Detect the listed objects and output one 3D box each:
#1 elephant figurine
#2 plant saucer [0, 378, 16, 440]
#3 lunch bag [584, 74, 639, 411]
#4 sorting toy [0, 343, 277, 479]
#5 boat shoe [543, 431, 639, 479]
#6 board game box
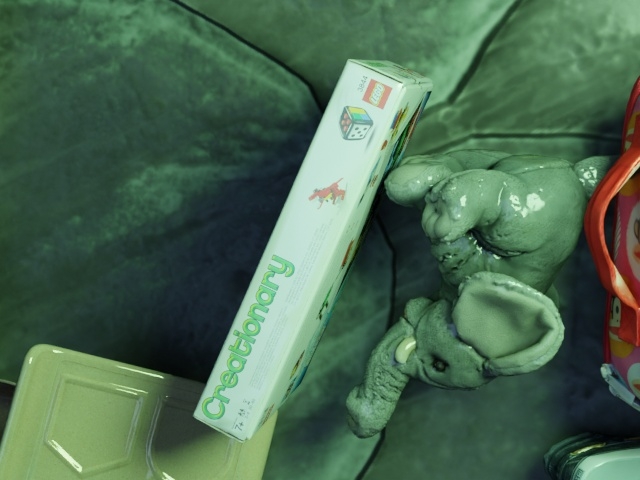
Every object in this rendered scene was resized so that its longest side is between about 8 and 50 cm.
[{"bbox_3d":[0.133,0.050,1.103,0.186,0.169,0.239,11,107,46],"label":"elephant figurine"},{"bbox_3d":[-0.305,0.223,1.261,0.199,0.036,0.198,1,97,11],"label":"plant saucer"},{"bbox_3d":[0.327,0.002,1.026,0.258,0.120,0.293,3,97,-11],"label":"lunch bag"},{"bbox_3d":[-0.177,0.259,1.122,0.229,0.041,0.307,16,84,-18],"label":"sorting toy"},{"bbox_3d":[0.284,0.190,1.128,0.183,0.083,0.065,1,99,-16],"label":"boat shoe"},{"bbox_3d":[0.000,0.000,1.091,0.053,0.193,0.305,25,101,7],"label":"board game box"}]
